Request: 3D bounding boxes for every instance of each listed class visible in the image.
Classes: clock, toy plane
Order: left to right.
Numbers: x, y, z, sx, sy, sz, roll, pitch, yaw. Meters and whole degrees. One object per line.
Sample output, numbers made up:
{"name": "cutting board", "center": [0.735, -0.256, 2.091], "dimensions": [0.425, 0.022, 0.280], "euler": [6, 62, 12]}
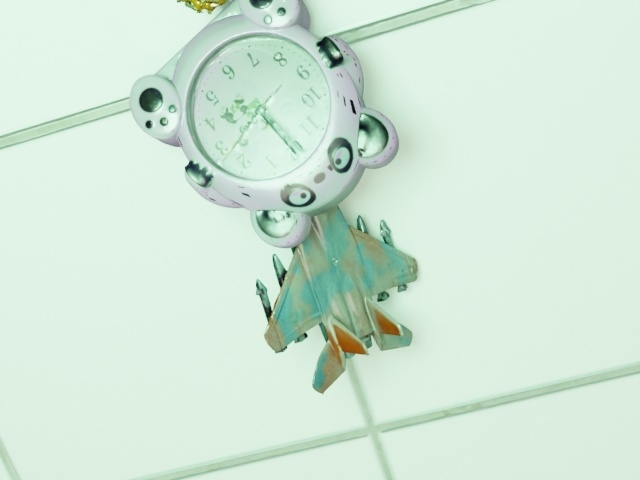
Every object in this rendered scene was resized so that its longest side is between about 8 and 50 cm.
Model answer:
{"name": "clock", "center": [-0.055, -0.134, 1.116], "dimensions": [0.227, 0.090, 0.248], "euler": [-42, 82, 7]}
{"name": "toy plane", "center": [-0.003, 0.001, 1.200], "dimensions": [0.223, 0.104, 0.326], "euler": [-25, 92, -27]}

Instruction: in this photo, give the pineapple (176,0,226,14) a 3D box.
{"name": "pineapple", "center": [-0.132, -0.303, 1.081], "dimensions": [0.077, 0.114, 0.114], "euler": [-33, 138, -10]}
